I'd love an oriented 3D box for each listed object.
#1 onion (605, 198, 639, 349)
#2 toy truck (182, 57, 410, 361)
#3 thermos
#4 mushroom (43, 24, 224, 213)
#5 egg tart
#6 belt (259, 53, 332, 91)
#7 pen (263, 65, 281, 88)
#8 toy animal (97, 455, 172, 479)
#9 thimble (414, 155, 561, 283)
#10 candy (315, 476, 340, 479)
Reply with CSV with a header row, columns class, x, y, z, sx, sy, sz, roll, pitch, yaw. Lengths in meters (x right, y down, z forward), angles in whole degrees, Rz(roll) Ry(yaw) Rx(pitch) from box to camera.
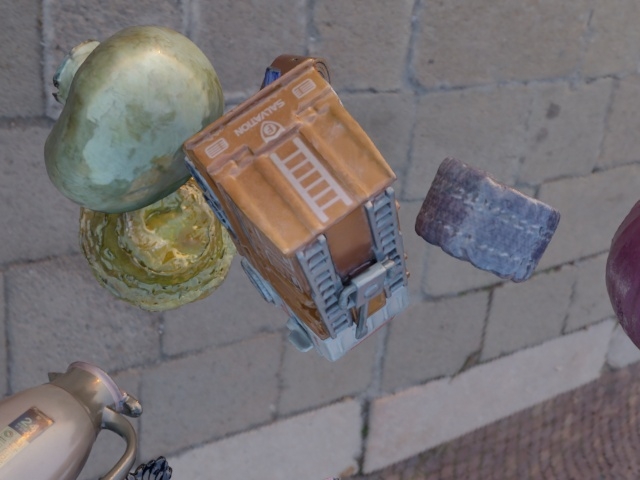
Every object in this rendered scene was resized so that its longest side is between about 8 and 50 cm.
class,x,y,z,sx,sy,sz,roll,pitch,yaw
onion,0.547,0.023,1.142,0.358,0.358,0.345,-36,105,-20
toy truck,0.000,0.000,0.986,0.173,0.207,0.387,-36,154,-8
thermos,-0.231,0.183,0.728,0.193,0.137,0.105,-43,147,-50
mushroom,-0.320,-0.201,1.479,0.352,0.260,0.352,-52,173,-9
egg tart,-0.312,-0.021,1.737,0.341,0.129,0.341,0,89,-18
belt,-0.057,-0.237,1.747,0.184,0.105,0.262,3,96,-67
pen,-0.073,-0.119,1.112,0.025,0.025,0.204,-12,123,-36
toy animal,-0.275,0.307,0.923,0.272,0.160,0.197,17,68,-51
thimble,0.185,-0.023,0.985,0.150,0.150,0.098,17,103,-44
candy,-0.054,0.354,1.134,0.092,0.160,0.073,4,73,-62
